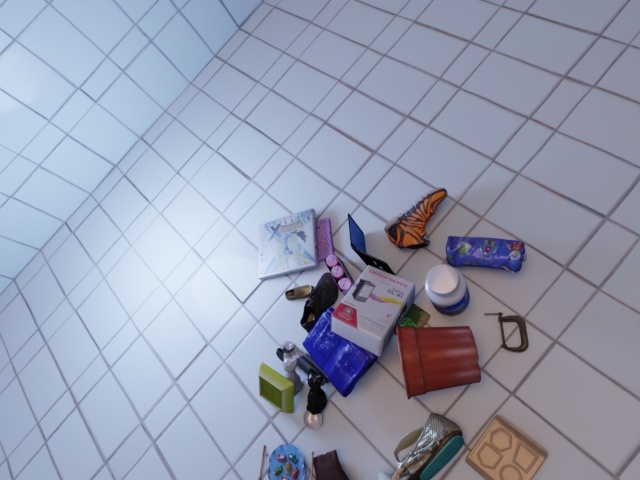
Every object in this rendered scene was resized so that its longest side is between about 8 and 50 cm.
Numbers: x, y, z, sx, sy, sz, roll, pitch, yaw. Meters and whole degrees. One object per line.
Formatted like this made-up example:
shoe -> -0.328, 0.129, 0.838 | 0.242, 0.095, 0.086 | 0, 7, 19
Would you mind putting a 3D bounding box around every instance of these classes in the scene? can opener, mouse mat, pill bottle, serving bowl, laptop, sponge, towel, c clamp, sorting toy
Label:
can opener -> -0.074, 0.533, 1.874 | 0.280, 0.074, 0.093 | 30, 117, 32
mouse mat -> 0.342, 0.321, 1.811 | 0.189, 0.007, 0.153 | 34, 85, 32
pill bottle -> 0.482, 0.187, 1.651 | 0.152, 0.272, 0.152 | -9, 65, 20
serving bowl -> -0.029, 0.733, 1.782 | 0.083, 0.027, 0.083 | -9, 65, 20
laptop -> 0.227, 0.031, 1.850 | 0.264, 0.234, 0.136 | 26, 81, 31
sponge -> 0.000, 0.000, 2.079 | 0.117, 0.031, 0.210 | -15, 63, 17
towel -> 0.064, 0.449, 1.764 | 0.308, 0.076, 0.228 | 44, 104, 38
c clamp -> 0.708, 0.346, 1.637 | 0.137, 0.022, 0.161 | -10, 63, 14
sorting toy -> 0.638, 0.746, 1.489 | 0.193, 0.038, 0.208 | 35, 89, 31

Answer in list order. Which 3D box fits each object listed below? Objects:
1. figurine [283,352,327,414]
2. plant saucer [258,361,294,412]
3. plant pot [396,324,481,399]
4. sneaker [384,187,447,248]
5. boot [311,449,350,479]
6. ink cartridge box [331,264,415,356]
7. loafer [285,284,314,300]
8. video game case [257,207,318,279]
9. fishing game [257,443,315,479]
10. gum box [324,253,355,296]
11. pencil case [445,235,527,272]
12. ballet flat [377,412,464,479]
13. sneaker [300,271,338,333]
figurine -> -0.072, 0.571, 1.763 | 0.215, 0.209, 0.092 | 24, 41, 30
plant saucer -> -0.196, 0.629, 1.815 | 0.188, 0.188, 0.045 | 24, 38, 30
plant pot -> 0.433, 0.431, 1.593 | 0.265, 0.272, 0.272 | -9, 65, 10
sneaker -> 0.450, -0.076, 1.880 | 0.321, 0.124, 0.180 | -40, 62, 16
boot -> 0.074, 0.893, 1.615 | 0.248, 0.090, 0.207 | -31, 55, 27
ink cartridge box -> 0.213, 0.271, 1.729 | 0.226, 0.131, 0.306 | 22, 51, 24
loafer -> -0.101, 0.242, 2.008 | 0.148, 0.050, 0.056 | -22, 62, 14
video game case -> -0.167, 0.018, 2.120 | 0.329, 0.036, 0.300 | -15, 63, 24
fishing game -> -0.144, 0.915, 1.730 | 0.264, 0.041, 0.189 | -5, 67, 32
gum box -> 0.093, 0.154, 1.929 | 0.062, 0.107, 0.188 | -33, 59, 7
pencil case -> 0.653, 0.056, 1.722 | 0.306, 0.119, 0.133 | 5, 65, 26
ballet flat -> 0.312, 0.829, 1.542 | 0.483, 0.164, 0.182 | -51, 37, -10
sneaker -> -0.007, 0.270, 1.911 | 0.109, 0.130, 0.286 | 9, 71, 28
